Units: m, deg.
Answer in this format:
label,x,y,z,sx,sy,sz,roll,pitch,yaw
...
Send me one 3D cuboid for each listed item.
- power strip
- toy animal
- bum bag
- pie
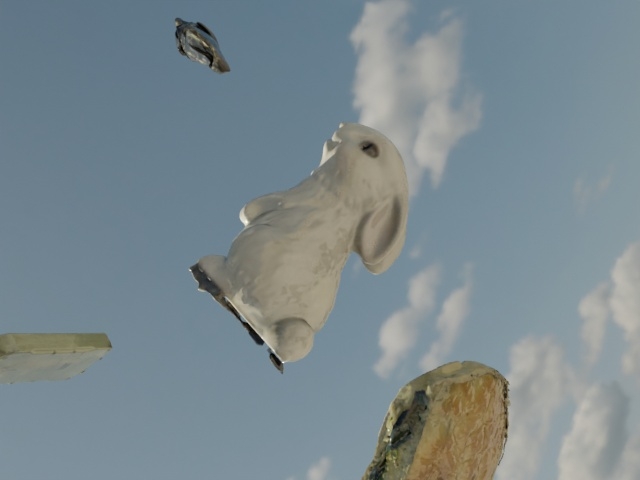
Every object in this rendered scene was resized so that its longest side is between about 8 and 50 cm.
label,x,y,z,sx,sy,sz,roll,pitch,yaw
power strip,-0.312,0.130,1.216,0.080,0.029,0.227,-33,-16,18
toy animal,0.000,0.000,1.592,0.357,0.258,0.194,-43,-27,-6
bum bag,-0.231,-0.376,2.090,0.069,0.248,0.102,-27,-69,-11
pie,0.116,0.213,1.028,0.185,0.052,0.218,13,-78,-43
